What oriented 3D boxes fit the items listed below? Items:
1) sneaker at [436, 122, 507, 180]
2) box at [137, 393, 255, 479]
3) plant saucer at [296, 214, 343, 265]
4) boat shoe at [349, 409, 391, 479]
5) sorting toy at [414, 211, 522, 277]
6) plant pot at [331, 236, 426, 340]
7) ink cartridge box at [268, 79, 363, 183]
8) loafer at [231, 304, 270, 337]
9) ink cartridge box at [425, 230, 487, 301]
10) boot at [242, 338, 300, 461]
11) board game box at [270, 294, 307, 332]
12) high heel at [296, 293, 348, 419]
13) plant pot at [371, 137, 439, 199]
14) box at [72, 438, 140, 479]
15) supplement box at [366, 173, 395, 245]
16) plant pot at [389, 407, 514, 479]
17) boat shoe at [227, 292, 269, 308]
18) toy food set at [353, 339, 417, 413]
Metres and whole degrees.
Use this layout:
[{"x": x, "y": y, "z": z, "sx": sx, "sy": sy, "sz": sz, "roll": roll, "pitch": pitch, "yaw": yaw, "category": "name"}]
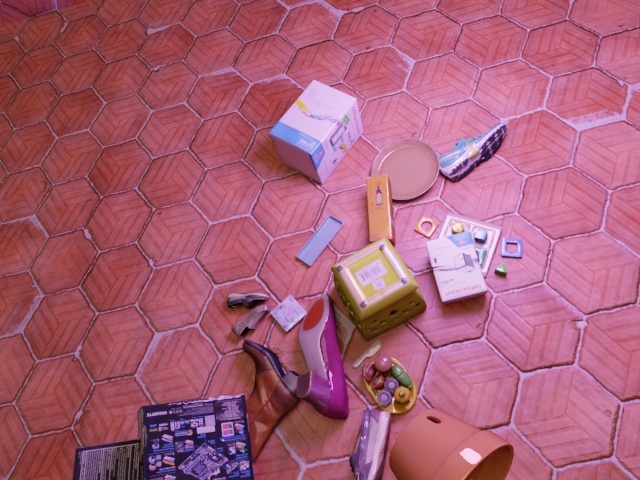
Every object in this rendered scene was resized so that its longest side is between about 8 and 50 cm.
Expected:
[{"x": 0.518, "y": -0.323, "z": 1.798, "sx": 0.275, "sy": 0.107, "sz": 0.110, "roll": -35, "pitch": 53, "yaw": -5, "category": "sneaker"}, {"x": -0.331, "y": 0.582, "z": 1.415, "sx": 0.295, "sy": 0.073, "sz": 0.293, "roll": 1, "pitch": 63, "yaw": -27, "category": "box"}, {"x": 0.000, "y": 0.000, "z": 1.802, "sx": 0.067, "sy": 0.018, "sz": 0.192, "roll": 32, "pitch": 74, "yaw": 25, "category": "plant saucer"}, {"x": 0.124, "y": 0.603, "z": 1.434, "sx": 0.092, "sy": 0.103, "sz": 0.285, "roll": 7, "pitch": 62, "yaw": 22, "category": "boat shoe"}, {"x": 0.463, "y": 0.005, "z": 1.676, "sx": 0.347, "sy": 0.047, "sz": 0.196, "roll": 18, "pitch": 70, "yaw": 21, "category": "sorting toy"}, {"x": 0.168, "y": 0.135, "z": 1.590, "sx": 0.228, "sy": 0.207, "sz": 0.227, "roll": -29, "pitch": 62, "yaw": -1, "category": "plant pot"}, {"x": -0.009, "y": -0.391, "z": 1.893, "sx": 0.197, "sy": 0.198, "sz": 0.270, "roll": 30, "pitch": 75, "yaw": 25, "category": "ink cartridge box"}, {"x": -0.219, "y": 0.263, "z": 1.705, "sx": 0.148, "sy": 0.056, "sz": 0.050, "roll": -37, "pitch": 62, "yaw": 5, "category": "loafer"}, {"x": 0.413, "y": 0.083, "z": 1.600, "sx": 0.139, "sy": 0.082, "sz": 0.191, "roll": -17, "pitch": 74, "yaw": 12, "category": "ink cartridge box"}, {"x": -0.210, "y": 0.474, "z": 1.599, "sx": 0.264, "sy": 0.096, "sz": 0.280, "roll": 36, "pitch": 85, "yaw": 19, "category": "boot"}, {"x": -0.102, "y": 0.237, "z": 1.707, "sx": 0.090, "sy": 0.020, "sz": 0.090, "roll": -41, "pitch": 62, "yaw": -8, "category": "board game box"}, {"x": 0.025, "y": 0.350, "z": 1.609, "sx": 0.127, "sy": 0.181, "sz": 0.377, "roll": -26, "pitch": 38, "yaw": 37, "category": "high heel"}, {"x": 0.296, "y": -0.245, "z": 1.830, "sx": 0.236, "sy": 0.032, "sz": 0.236, "roll": -7, "pitch": 69, "yaw": 19, "category": "plant pot"}, {"x": -0.518, "y": 0.723, "z": 1.472, "sx": 0.294, "sy": 0.183, "sz": 0.296, "roll": -11, "pitch": 61, "yaw": 8, "category": "box"}, {"x": 0.202, "y": -0.099, "z": 1.752, "sx": 0.078, "sy": 0.080, "sz": 0.234, "roll": -8, "pitch": 71, "yaw": 18, "category": "supplement box"}, {"x": 0.310, "y": 0.566, "z": 1.321, "sx": 0.291, "sy": 0.291, "sz": 0.203, "roll": -46, "pitch": 48, "yaw": -11, "category": "plant pot"}, {"x": -0.240, "y": 0.201, "z": 1.742, "sx": 0.152, "sy": 0.056, "sz": 0.049, "roll": -5, "pitch": 68, "yaw": 21, "category": "boat shoe"}, {"x": 0.187, "y": 0.398, "z": 1.532, "sx": 0.128, "sy": 0.071, "sz": 0.218, "roll": -36, "pitch": 62, "yaw": -6, "category": "toy food set"}]
